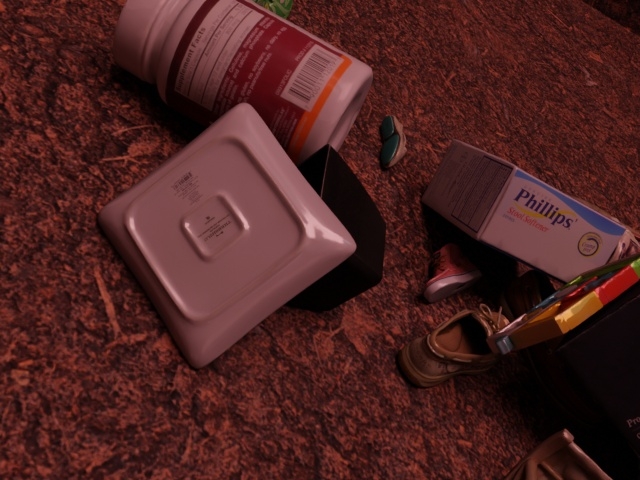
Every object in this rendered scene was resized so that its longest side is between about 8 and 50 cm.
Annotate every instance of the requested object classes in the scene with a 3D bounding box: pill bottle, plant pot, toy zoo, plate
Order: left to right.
[{"bbox_3d":[-0.139,-0.016,1.032,0.278,0.277,0.045,53,2,16],"label":"plate"},{"bbox_3d":[-0.131,-0.281,1.276,0.392,0.224,0.224,30,39,5],"label":"pill bottle"},{"bbox_3d":[0.000,0.000,1.180,0.167,0.188,0.188,35,42,-27],"label":"plant pot"},{"bbox_3d":[0.391,0.107,1.219,0.293,0.192,0.030,-28,85,-26],"label":"toy zoo"}]

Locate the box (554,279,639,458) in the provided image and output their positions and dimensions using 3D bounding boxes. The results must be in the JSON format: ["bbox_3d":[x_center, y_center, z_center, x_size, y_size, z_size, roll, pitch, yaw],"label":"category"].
[{"bbox_3d":[0.703,0.238,1.285,0.472,0.297,0.480,55,28,11],"label":"box"}]

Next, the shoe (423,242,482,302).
[{"bbox_3d":[0.227,0.058,1.405,0.178,0.063,0.081,-12,60,-51],"label":"shoe"}]

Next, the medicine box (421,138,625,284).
[{"bbox_3d":[0.378,-0.053,1.466,0.263,0.149,0.289,25,11,-19],"label":"medicine box"}]

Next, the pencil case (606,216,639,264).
[{"bbox_3d":[0.744,0.115,1.670,0.410,0.184,0.160,32,27,-9],"label":"pencil case"}]

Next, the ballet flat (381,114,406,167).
[{"bbox_3d":[0.161,-0.205,1.603,0.052,0.057,0.168,33,39,-25],"label":"ballet flat"}]

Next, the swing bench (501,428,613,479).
[{"bbox_3d":[0.356,0.452,1.058,0.253,0.165,0.254,45,34,6],"label":"swing bench"}]

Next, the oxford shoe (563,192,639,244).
[{"bbox_3d":[0.684,-0.013,1.795,0.348,0.123,0.130,33,34,-11],"label":"oxford shoe"}]

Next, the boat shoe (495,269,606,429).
[{"bbox_3d":[0.442,0.197,1.409,0.110,0.104,0.307,-9,60,-44],"label":"boat shoe"}]

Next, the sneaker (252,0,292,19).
[{"bbox_3d":[-0.135,-0.513,1.598,0.109,0.123,0.295,44,38,5],"label":"sneaker"}]

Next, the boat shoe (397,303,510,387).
[{"bbox_3d":[0.252,0.172,1.290,0.285,0.089,0.105,-15,64,-46],"label":"boat shoe"}]

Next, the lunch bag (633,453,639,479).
[{"bbox_3d":[0.632,0.432,1.357,0.129,0.096,0.151,43,18,1],"label":"lunch bag"}]
